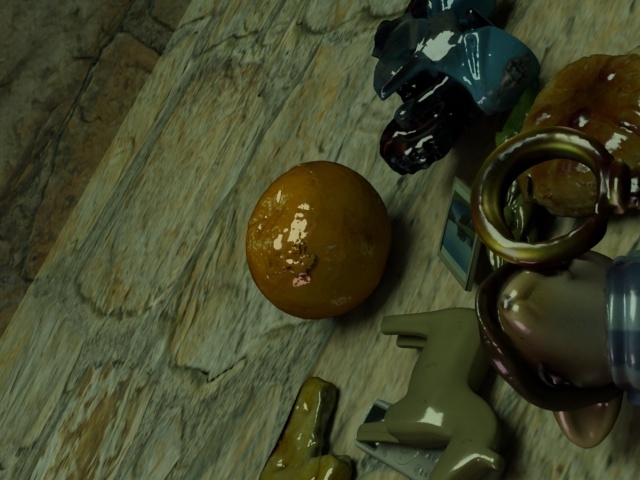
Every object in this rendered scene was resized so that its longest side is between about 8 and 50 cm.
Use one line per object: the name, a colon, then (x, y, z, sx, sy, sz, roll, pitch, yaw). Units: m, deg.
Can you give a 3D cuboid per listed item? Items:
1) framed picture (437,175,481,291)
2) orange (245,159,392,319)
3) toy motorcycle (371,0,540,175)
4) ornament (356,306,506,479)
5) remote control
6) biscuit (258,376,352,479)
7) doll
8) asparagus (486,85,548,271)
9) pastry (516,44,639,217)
framed picture: (0.174, -0.011, 1.312, 0.149, 0.011, 0.109, -115, 35, -73)
orange: (-0.002, 0.001, 1.480, 0.219, 0.193, 0.219, -54, 13, 19)
toy motorcycle: (0.195, -0.259, 1.463, 0.232, 0.172, 0.416, -29, 31, 34)
ornament: (0.132, 0.175, 1.194, 0.245, 0.061, 0.230, -11, 44, 49)
remote control: (0.114, 0.241, 1.225, 0.067, 0.029, 0.261, -62, 28, -7)
biscuit: (-0.005, 0.271, 1.387, 0.183, 0.039, 0.174, 12, 72, 61)
doll: (0.292, 0.057, 0.889, 0.339, 0.209, 0.318, -6, 81, 39)
asparagus: (0.233, -0.055, 1.273, 0.080, 0.080, 0.287, -29, 42, 44)
pastry: (0.310, -0.120, 1.179, 0.229, 0.100, 0.218, -51, 29, 12)
